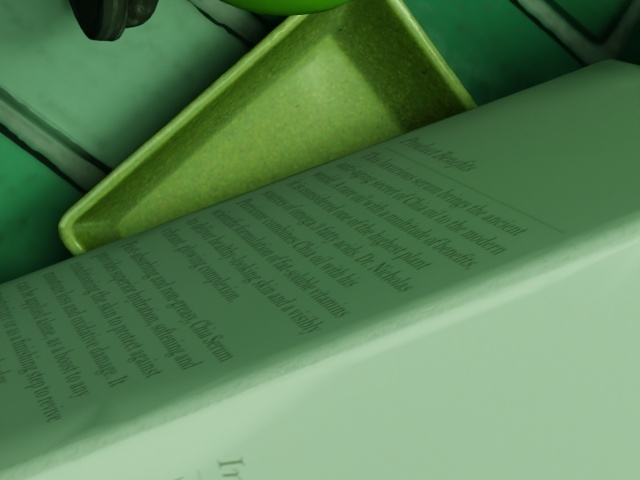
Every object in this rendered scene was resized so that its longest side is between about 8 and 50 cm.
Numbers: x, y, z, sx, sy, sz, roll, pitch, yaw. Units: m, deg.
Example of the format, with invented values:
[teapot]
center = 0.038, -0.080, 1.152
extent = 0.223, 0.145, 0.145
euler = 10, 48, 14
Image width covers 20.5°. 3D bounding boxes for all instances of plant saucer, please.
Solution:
[plant saucer]
center = 0.000, 0.000, 0.813
extent = 0.188, 0.045, 0.188
euler = -43, 109, -13

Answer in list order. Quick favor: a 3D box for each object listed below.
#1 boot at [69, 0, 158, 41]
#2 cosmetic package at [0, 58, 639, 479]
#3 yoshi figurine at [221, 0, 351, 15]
[boot]
center = 0.012, -0.198, 0.773
extent = 0.229, 0.091, 0.263
euler = 11, 89, -23
[cosmetic package]
center = -0.022, 0.087, 0.666
extent = 0.453, 0.230, 0.161
euler = -21, 107, -11
[yoshi figurine]
center = 0.074, -0.182, 0.653
extent = 0.362, 0.203, 0.203
euler = -11, 144, -5
